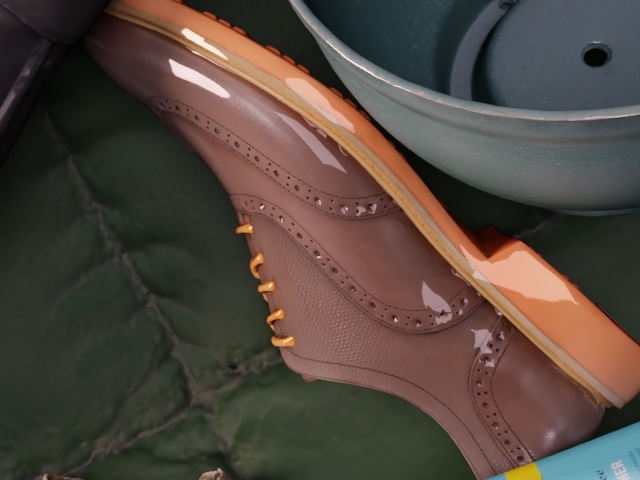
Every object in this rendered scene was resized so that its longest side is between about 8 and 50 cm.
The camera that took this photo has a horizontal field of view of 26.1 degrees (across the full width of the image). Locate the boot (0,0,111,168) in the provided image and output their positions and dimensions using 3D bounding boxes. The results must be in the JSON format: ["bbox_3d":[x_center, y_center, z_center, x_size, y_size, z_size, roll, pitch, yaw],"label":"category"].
[{"bbox_3d":[-0.294,-0.126,0.731,0.367,0.146,0.445,44,104,29],"label":"boot"}]

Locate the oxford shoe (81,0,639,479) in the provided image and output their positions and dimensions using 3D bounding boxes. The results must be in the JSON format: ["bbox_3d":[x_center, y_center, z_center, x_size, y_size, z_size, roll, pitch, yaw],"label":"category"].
[{"bbox_3d":[0.000,0.000,0.732,0.363,0.130,0.133,39,94,2],"label":"oxford shoe"}]

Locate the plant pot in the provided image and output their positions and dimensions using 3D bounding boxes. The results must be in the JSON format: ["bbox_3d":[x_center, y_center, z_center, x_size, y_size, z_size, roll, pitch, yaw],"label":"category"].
[{"bbox_3d":[0.134,-0.131,0.678,0.293,0.196,0.293,-6,62,11],"label":"plant pot"}]

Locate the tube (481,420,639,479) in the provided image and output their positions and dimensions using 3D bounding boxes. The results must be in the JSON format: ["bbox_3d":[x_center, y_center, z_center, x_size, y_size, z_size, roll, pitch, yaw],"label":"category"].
[{"bbox_3d":[0.155,0.128,0.702,0.207,0.052,0.080,-25,79,-1],"label":"tube"}]

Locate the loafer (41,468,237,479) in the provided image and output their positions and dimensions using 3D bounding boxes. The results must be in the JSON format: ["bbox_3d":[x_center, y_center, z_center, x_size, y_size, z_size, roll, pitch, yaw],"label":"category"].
[{"bbox_3d":[-0.042,0.169,0.730,0.268,0.102,0.092,1,92,0],"label":"loafer"}]
